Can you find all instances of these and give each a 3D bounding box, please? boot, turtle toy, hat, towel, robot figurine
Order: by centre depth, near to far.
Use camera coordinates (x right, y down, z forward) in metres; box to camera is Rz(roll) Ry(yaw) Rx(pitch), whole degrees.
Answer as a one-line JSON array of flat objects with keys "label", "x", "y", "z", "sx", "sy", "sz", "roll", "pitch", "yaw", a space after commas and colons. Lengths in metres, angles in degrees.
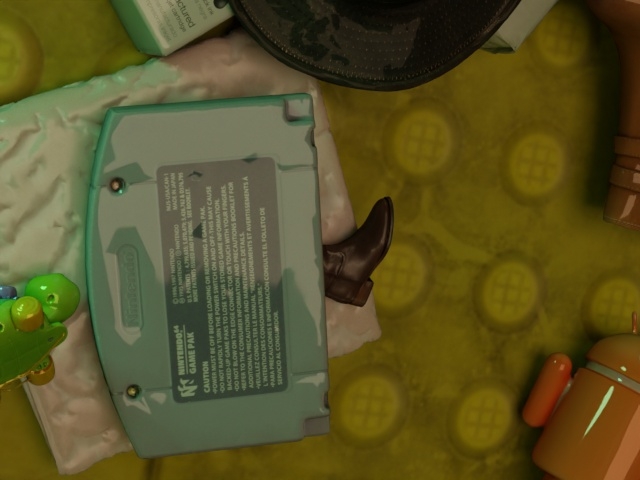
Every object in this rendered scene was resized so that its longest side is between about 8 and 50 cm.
[{"label": "hat", "x": 0.069, "y": -0.280, "z": 1.156, "sx": 0.331, "sy": 0.134, "sz": 0.331, "roll": -3, "pitch": 101, "yaw": -18}, {"label": "turtle toy", "x": -0.247, "y": 0.072, "z": 1.170, "sx": 0.130, "sy": 0.066, "sz": 0.095, "roll": -27, "pitch": 143, "yaw": -24}, {"label": "towel", "x": -0.128, "y": 0.001, "z": 1.273, "sx": 0.331, "sy": 0.053, "sz": 0.317, "roll": -22, "pitch": 108, "yaw": -18}, {"label": "boot", "x": 0.000, "y": 0.000, "z": 1.280, "sx": 0.114, "sy": 0.037, "sz": 0.106, "roll": 15, "pitch": 96, "yaw": -20}, {"label": "boot", "x": 0.306, "y": -0.123, "z": 1.396, "sx": 0.283, "sy": 0.109, "sz": 0.220, "roll": 18, "pitch": 99, "yaw": -50}, {"label": "robot figurine", "x": 0.290, "y": 0.184, "z": 1.446, "sx": 0.219, "sy": 0.158, "sz": 0.128, "roll": -60, "pitch": 144, "yaw": -4}]

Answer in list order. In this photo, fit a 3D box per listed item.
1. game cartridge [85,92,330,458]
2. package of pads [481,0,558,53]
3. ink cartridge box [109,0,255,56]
[{"label": "game cartridge", "x": -0.095, "y": 0.030, "z": 1.219, "sx": 0.196, "sy": 0.060, "sz": 0.294, "roll": -6, "pitch": 102, "yaw": -14}, {"label": "package of pads", "x": 0.131, "y": -0.337, "z": 1.300, "sx": 0.296, "sy": 0.101, "sz": 0.229, "roll": 44, "pitch": 81, "yaw": -23}, {"label": "ink cartridge box", "x": -0.092, "y": -0.268, "z": 1.223, "sx": 0.203, "sy": 0.086, "sz": 0.148, "roll": -34, "pitch": 110, "yaw": -14}]
